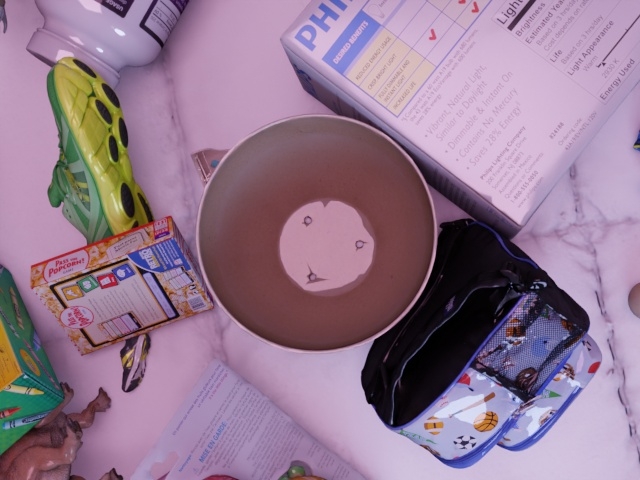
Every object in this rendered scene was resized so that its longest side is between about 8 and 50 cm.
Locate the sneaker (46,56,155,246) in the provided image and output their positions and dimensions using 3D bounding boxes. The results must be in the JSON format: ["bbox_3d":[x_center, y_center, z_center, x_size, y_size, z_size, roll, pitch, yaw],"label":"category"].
[{"bbox_3d":[-0.305,-0.088,1.228,0.124,0.109,0.295,-2,120,16],"label":"sneaker"}]

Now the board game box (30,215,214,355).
[{"bbox_3d":[-0.255,0.062,1.245,0.194,0.146,0.045,-19,43,2],"label":"board game box"}]

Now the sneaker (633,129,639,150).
[{"bbox_3d":[0.455,-0.161,1.247,0.082,0.069,0.209,2,84,9],"label":"sneaker"}]

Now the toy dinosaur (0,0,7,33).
[{"bbox_3d":[-0.377,-0.427,1.200,0.121,0.160,0.313,30,66,-18],"label":"toy dinosaur"}]

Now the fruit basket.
[{"bbox_3d":[-0.076,0.366,1.131,0.353,0.165,0.327,38,49,-6],"label":"fruit basket"}]

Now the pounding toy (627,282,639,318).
[{"bbox_3d":[0.525,0.105,1.192,0.183,0.110,0.237,-42,83,-1],"label":"pounding toy"}]

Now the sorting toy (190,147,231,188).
[{"bbox_3d":[-0.126,-0.090,1.302,0.075,0.045,0.083,-23,82,-5],"label":"sorting toy"}]

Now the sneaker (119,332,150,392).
[{"bbox_3d":[-0.256,0.164,1.293,0.035,0.031,0.083,13,81,19],"label":"sneaker"}]

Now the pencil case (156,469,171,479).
[{"bbox_3d":[-0.256,0.385,1.222,0.284,0.124,0.124,-26,83,3],"label":"pencil case"}]

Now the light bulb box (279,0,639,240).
[{"bbox_3d":[0.206,-0.247,1.197,0.361,0.225,0.358,39,89,8],"label":"light bulb box"}]

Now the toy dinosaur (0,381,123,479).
[{"bbox_3d":[-0.368,0.281,1.203,0.200,0.127,0.295,-32,44,3],"label":"toy dinosaur"}]

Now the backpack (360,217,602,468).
[{"bbox_3d":[0.182,0.135,1.155,0.213,0.276,0.263,42,97,-14],"label":"backpack"}]

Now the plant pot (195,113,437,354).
[{"bbox_3d":[0.000,0.000,1.205,0.284,0.191,0.284,0,84,4],"label":"plant pot"}]

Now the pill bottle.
[{"bbox_3d":[-0.256,-0.361,1.269,0.182,0.181,0.323,29,87,7],"label":"pill bottle"}]

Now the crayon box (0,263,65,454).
[{"bbox_3d":[-0.447,0.148,1.209,0.165,0.081,0.278,-41,46,0],"label":"crayon box"}]
